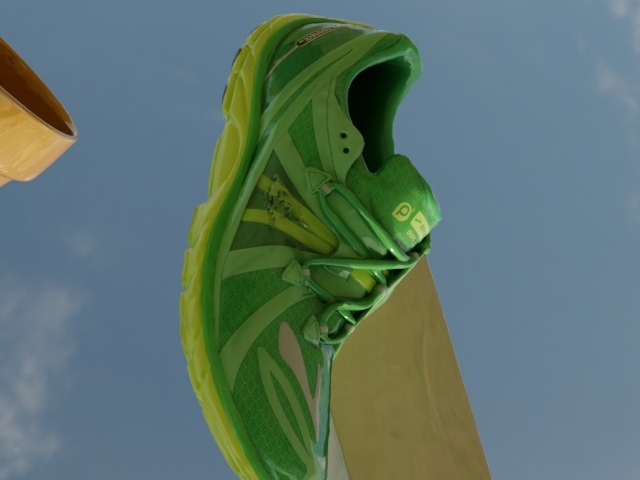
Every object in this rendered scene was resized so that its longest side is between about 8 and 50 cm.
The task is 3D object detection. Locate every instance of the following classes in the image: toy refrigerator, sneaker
[{"bbox_3d":[0.037,0.132,0.931,0.102,0.094,0.269,-14,-96,-28],"label":"toy refrigerator"},{"bbox_3d":[0.000,0.000,0.775,0.124,0.109,0.295,-2,-113,21],"label":"sneaker"}]

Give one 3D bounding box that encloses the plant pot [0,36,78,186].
[{"bbox_3d":[-0.342,-0.095,1.189,0.205,0.188,0.205,46,-175,-5],"label":"plant pot"}]
